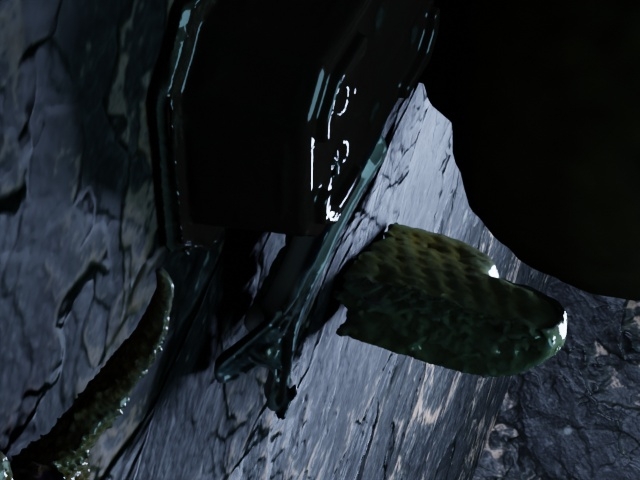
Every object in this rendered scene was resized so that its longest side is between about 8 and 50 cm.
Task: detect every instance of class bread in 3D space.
[{"bbox_3d":[0.092,0.053,1.238,0.172,0.232,0.064,-3,111,-29],"label":"bread"}]

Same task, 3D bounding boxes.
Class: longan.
[{"bbox_3d":[0.266,-0.138,1.219,0.391,0.391,0.391,18,90,-76],"label":"longan"}]

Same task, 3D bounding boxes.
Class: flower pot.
[{"bbox_3d":[0.001,-0.105,0.835,0.179,0.084,0.251,92,21,-48],"label":"flower pot"}]

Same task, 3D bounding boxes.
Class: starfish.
[{"bbox_3d":[-0.125,0.118,0.690,0.213,0.057,0.238,31,81,-83],"label":"starfish"}]

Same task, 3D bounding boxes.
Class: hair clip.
[{"bbox_3d":[0.000,0.000,0.943,0.140,0.054,0.220,-84,-160,-88],"label":"hair clip"}]
